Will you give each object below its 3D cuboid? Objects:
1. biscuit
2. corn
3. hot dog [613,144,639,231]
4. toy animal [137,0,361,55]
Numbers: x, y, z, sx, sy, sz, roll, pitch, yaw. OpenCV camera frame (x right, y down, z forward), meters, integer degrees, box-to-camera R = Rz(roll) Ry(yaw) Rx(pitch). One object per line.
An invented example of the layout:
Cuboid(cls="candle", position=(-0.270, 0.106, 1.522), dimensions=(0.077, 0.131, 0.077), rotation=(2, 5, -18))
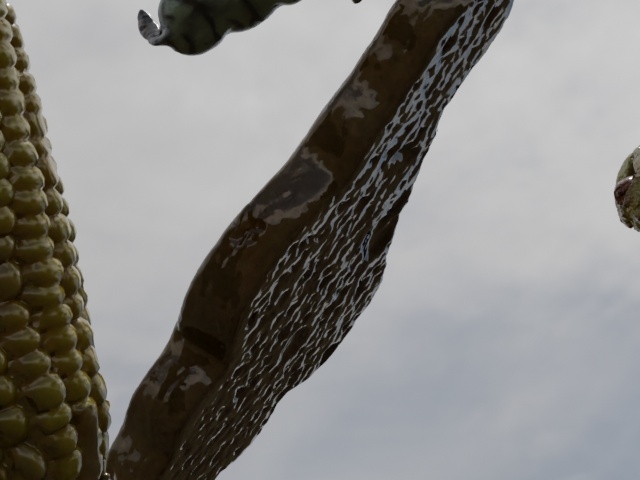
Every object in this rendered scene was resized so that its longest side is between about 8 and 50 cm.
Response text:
Cuboid(cls="biscuit", position=(-0.003, -0.003, 0.820), dimensions=(0.319, 0.047, 0.183), rotation=(-60, -16, 22))
Cuboid(cls="corn", position=(-0.151, -0.014, 0.638), dimensions=(0.115, 0.318, 0.115), rotation=(-11, 5, 1))
Cuboid(cls="hot dog", position=(0.297, -0.058, 1.449), dimensions=(0.169, 0.061, 0.078), rotation=(-23, -48, -51))
Cuboid(cls="toy animal", position=(-0.051, -0.249, 1.519), dimensions=(0.255, 0.170, 0.090), rotation=(-19, -65, 28))
